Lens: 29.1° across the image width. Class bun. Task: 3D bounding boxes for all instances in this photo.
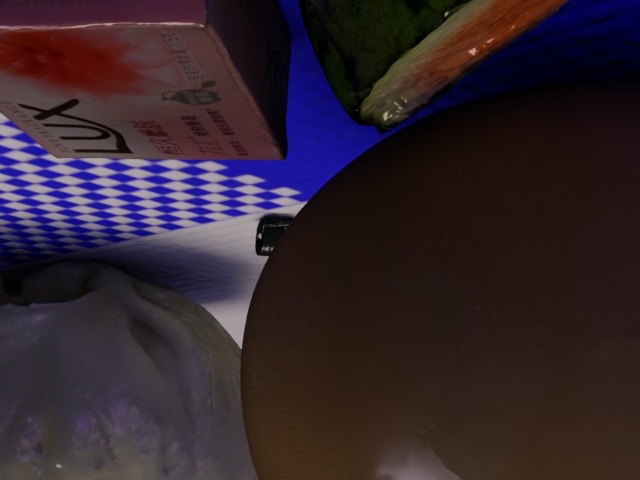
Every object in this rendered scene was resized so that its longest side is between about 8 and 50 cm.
[{"bbox_3d":[-0.219,0.127,0.974,0.365,0.219,0.365,-4,-179,0],"label":"bun"}]

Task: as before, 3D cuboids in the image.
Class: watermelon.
[{"bbox_3d":[0.061,-0.094,0.399,0.119,0.063,0.245,-11,167,-26],"label":"watermelon"}]

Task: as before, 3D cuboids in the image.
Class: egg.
[{"bbox_3d":[0.145,0.079,0.552,0.374,0.301,0.301,15,161,-30],"label":"egg"}]

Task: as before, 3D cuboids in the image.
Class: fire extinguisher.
[{"bbox_3d":[0.000,0.000,0.825,0.083,0.025,0.038,7,142,-17],"label":"fire extinguisher"}]

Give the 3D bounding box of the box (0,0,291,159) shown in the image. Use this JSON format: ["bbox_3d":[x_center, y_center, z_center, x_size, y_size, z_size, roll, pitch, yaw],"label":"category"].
[{"bbox_3d":[-0.075,-0.077,0.468,0.111,0.060,0.156,1,165,11],"label":"box"}]
